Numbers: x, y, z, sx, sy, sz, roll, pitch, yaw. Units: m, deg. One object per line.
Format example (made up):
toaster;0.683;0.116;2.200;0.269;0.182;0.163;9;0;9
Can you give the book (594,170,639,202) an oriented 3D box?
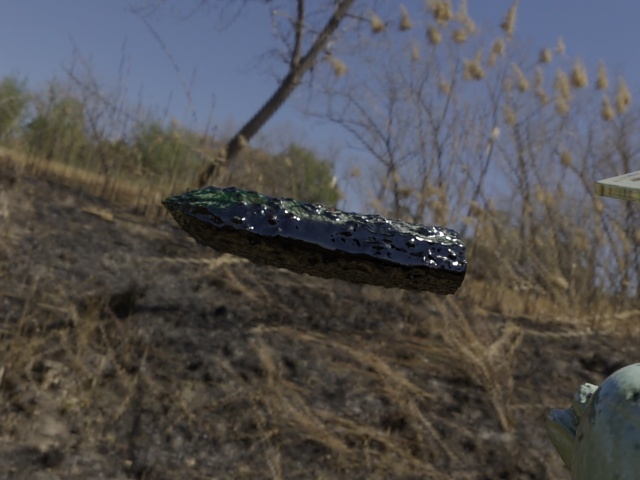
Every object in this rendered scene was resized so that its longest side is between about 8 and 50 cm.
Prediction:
book;0.405;-0.048;0.825;0.162;0.022;0.232;-11;17;-29

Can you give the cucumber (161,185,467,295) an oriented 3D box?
cucumber;0.000;0.002;0.798;0.300;0.072;0.072;9;-1;-23

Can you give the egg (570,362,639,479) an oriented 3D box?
egg;0.180;0.134;0.397;0.131;0.164;0.131;-13;-31;-8

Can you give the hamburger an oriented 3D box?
hamburger;0.233;0.172;0.661;0.133;0.062;0.140;39;8;-29
